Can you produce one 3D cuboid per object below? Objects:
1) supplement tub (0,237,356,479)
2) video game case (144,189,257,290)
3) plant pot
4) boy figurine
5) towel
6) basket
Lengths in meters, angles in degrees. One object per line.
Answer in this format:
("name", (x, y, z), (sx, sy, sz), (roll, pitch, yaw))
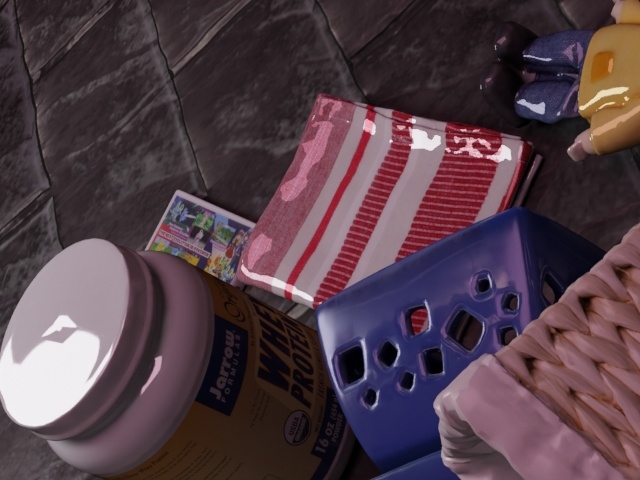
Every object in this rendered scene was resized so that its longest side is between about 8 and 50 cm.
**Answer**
("supplement tub", (-0.138, 0.147, 1.580), (0.228, 0.316, 0.228), (-26, 50, 35))
("video game case", (-0.159, 0.043, 1.906), (0.201, 0.023, 0.183), (24, 85, 52))
("plant pot", (0.157, 0.138, 1.343), (0.236, 0.236, 0.212), (-27, 54, 33))
("boy figurine", (0.285, -0.156, 1.499), (0.285, 0.092, 0.177), (5, 67, 51))
("towel", (0.063, -0.026, 1.680), (0.329, 0.037, 0.237), (18, 80, 46))
("basket", (0.276, 0.141, 1.013), (0.328, 0.331, 0.266), (43, 84, 12))
